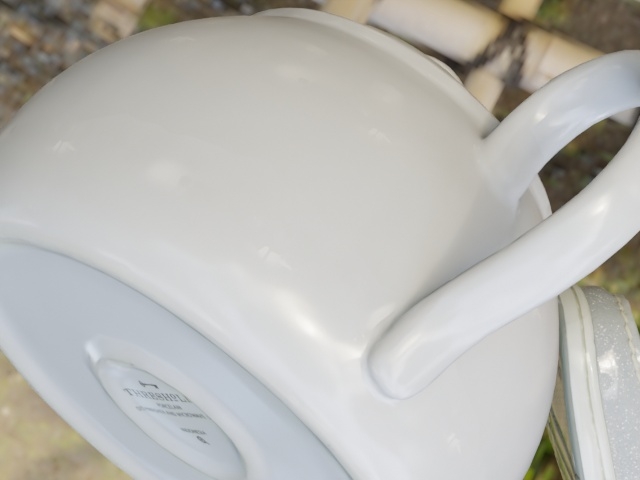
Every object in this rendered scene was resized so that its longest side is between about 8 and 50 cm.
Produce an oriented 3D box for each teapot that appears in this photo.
[{"bbox_3d":[0.000,0.000,0.715,0.256,0.187,0.252,30,155,20],"label":"teapot"}]

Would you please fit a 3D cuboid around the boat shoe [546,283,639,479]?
[{"bbox_3d":[0.196,0.151,1.033,0.103,0.118,0.320,-21,115,4],"label":"boat shoe"}]
